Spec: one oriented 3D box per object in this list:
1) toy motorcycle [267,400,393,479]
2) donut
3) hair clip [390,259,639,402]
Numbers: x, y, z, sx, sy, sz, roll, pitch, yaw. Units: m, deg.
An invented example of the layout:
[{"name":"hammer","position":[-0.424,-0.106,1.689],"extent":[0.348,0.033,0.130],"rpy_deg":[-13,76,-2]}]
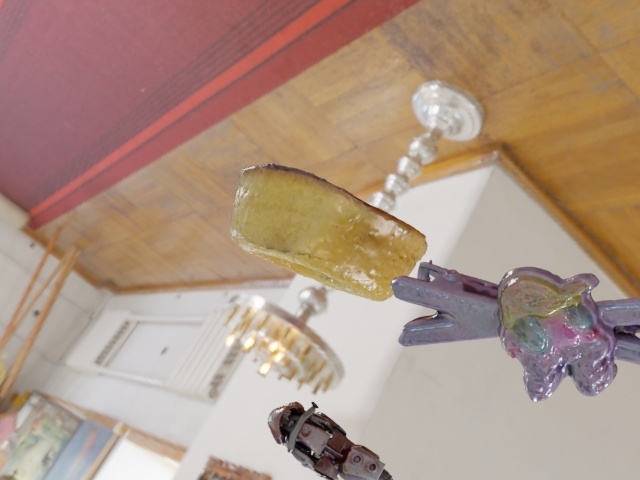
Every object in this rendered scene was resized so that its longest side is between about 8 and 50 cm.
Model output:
[{"name":"toy motorcycle","position":[0.007,0.296,1.147],"extent":[0.213,0.082,0.122],"rpy_deg":[20,157,26]},{"name":"donut","position":[0.000,0.000,1.121],"extent":[0.303,0.110,0.303],"rpy_deg":[22,171,4]},{"name":"hair clip","position":[0.178,0.079,0.722],"extent":[0.278,0.090,0.137],"rpy_deg":[10,115,45]}]
